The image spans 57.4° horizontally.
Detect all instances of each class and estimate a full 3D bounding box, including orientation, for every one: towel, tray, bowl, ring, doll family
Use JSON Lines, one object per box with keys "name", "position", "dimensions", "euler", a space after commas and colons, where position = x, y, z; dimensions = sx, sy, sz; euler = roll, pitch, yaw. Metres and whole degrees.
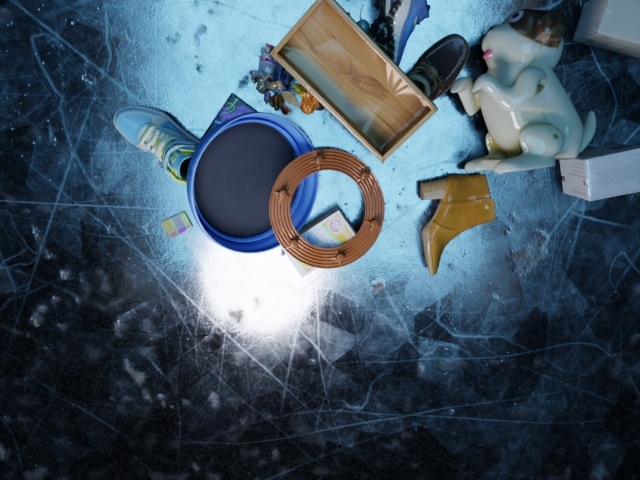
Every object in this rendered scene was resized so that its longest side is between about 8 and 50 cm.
{"name": "towel", "position": [-0.433, -0.047, 1.759], "dimensions": [0.083, 0.009, 0.060], "euler": [-26, 100, 4]}
{"name": "tray", "position": [0.091, -0.420, 1.523], "dimensions": [0.411, 0.076, 0.203], "euler": [42, 111, -15]}
{"name": "bowl", "position": [-0.185, -0.158, 1.612], "dimensions": [0.390, 0.077, 0.392], "euler": [-13, 113, -31]}
{"name": "ring", "position": [0.025, -0.087, 1.630], "dimensions": [0.336, 0.032, 0.337], "euler": [-1, 94, -13]}
{"name": "doll family", "position": [-0.075, -0.439, 1.622], "dimensions": [0.262, 0.118, 0.163], "euler": [15, 102, -4]}

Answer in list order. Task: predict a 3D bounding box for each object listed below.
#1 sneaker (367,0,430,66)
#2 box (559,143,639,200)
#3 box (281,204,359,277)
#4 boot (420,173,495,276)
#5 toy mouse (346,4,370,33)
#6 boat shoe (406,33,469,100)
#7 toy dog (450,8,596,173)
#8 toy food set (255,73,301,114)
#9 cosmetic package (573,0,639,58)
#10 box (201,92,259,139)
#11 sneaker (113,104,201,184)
{"name": "sneaker", "position": [0.222, -0.575, 1.544], "dimensions": [0.147, 0.330, 0.130], "euler": [-22, 58, -27]}
{"name": "box", "position": [0.800, -0.195, 1.646], "dimensions": [0.181, 0.181, 0.119], "euler": [-12, 101, 2]}
{"name": "box", "position": [0.000, 0.000, 1.723], "dimensions": [0.203, 0.103, 0.114], "euler": [-32, 101, 6]}
{"name": "boot", "position": [0.407, -0.045, 1.716], "dimensions": [0.211, 0.104, 0.296], "euler": [-4, 98, 1]}
{"name": "toy mouse", "position": [0.085, -0.598, 1.634], "dimensions": [0.161, 0.031, 0.143], "euler": [33, 100, -7]}
{"name": "boat shoe", "position": [0.287, -0.432, 1.623], "dimensions": [0.342, 0.123, 0.123], "euler": [-43, 99, 8]}
{"name": "toy dog", "position": [0.555, -0.402, 1.556], "dimensions": [0.394, 0.284, 0.409], "euler": [-9, 100, 1]}
{"name": "toy food set", "position": [-0.115, -0.389, 1.588], "dimensions": [0.078, 0.019, 0.122], "euler": [-42, 93, 21]}
{"name": "cosmetic package", "position": [0.876, -0.566, 1.582], "dimensions": [0.309, 0.160, 0.113], "euler": [14, 100, -4]}
{"name": "box", "position": [-0.254, -0.326, 1.691], "dimensions": [0.116, 0.029, 0.162], "euler": [35, 101, -7]}
{"name": "sneaker", "position": [-0.427, -0.263, 1.599], "dimensions": [0.318, 0.208, 0.127], "euler": [27, 102, -13]}
